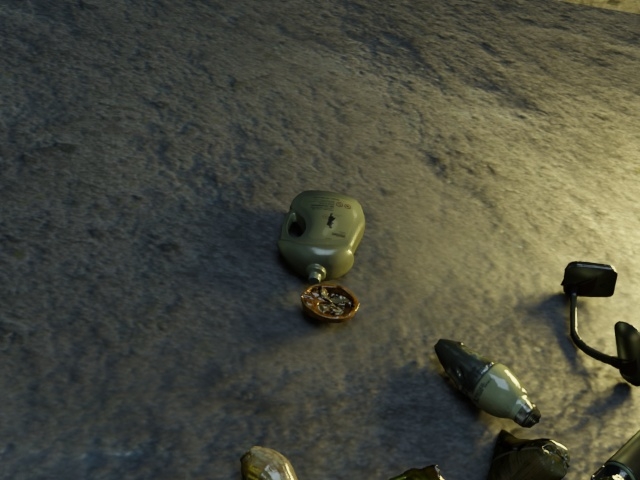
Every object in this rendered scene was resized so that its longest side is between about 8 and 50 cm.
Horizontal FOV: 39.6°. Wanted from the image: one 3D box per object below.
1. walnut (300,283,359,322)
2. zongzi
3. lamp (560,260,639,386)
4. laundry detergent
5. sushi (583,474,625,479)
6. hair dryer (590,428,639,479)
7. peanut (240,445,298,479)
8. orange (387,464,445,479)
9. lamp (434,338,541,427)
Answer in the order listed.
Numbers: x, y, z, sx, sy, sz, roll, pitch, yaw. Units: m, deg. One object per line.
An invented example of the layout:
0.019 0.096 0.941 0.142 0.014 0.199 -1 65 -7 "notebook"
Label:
0.016 0.138 1.827 0.121 0.052 0.091 11 44 -2 "walnut"
0.373 0.367 1.579 0.094 0.205 0.204 25 39 -4 "zongzi"
0.593 0.150 1.875 0.124 0.203 0.283 -8 48 4 "lamp"
0.000 0.000 1.937 0.181 0.091 0.253 13 43 0 "laundry detergent"
0.480 0.540 1.446 0.351 0.178 0.294 1 43 -16 "sushi"
0.642 0.480 1.637 0.195 0.078 0.248 -28 63 -34 "hair dryer"
-0.062 0.427 1.480 0.087 0.087 0.207 -22 55 -33 "peanut"
0.173 0.519 1.362 0.334 0.196 0.263 18 47 21 "orange"
0.321 0.275 1.734 0.101 0.101 0.250 -25 48 -35 "lamp"
